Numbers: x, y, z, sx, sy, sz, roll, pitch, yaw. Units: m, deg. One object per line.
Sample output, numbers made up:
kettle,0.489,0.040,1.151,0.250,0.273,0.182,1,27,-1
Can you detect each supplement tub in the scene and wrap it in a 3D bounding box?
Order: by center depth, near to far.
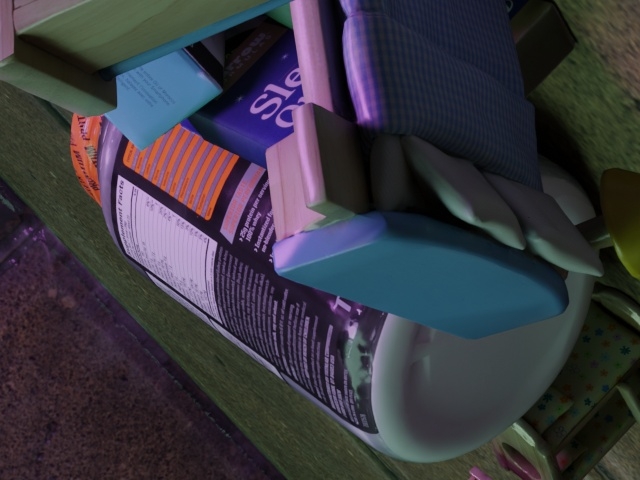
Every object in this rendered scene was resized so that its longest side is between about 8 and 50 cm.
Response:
supplement tub,-0.002,-0.019,1.181,0.316,0.193,0.193,35,163,40

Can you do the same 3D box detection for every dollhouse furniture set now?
dollhouse furniture set,0.055,-0.146,0.656,0.303,0.198,0.286,24,-127,-54
dollhouse furniture set,0.172,0.148,1.183,0.161,0.182,0.101,37,165,31

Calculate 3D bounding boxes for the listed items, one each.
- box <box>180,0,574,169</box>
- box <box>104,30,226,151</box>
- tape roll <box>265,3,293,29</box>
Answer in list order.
box,0.014,-0.091,1.035,0.225,0.136,0.036,26,158,53
box,-0.107,-0.152,1.122,0.100,0.060,0.244,47,-162,-22
tape roll,-0.052,-0.234,0.934,0.321,0.077,0.321,42,166,13
